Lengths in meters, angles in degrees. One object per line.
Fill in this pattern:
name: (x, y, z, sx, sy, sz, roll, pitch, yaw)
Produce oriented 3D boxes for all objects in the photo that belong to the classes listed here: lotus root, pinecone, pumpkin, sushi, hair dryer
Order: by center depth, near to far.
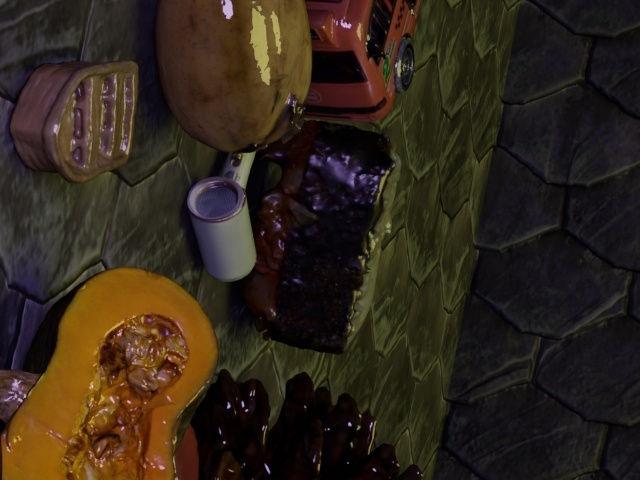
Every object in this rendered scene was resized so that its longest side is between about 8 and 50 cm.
pumpkin: (-0.235, 0.174, 1.770, 0.139, 0.222, 0.317, 126, -15, -60)
lotus root: (-0.099, -0.252, 2.045, 0.183, 0.183, 0.310, -54, 146, -58)
pinecone: (-0.033, 0.349, 2.171, 0.398, 0.398, 0.397, 8, 90, -74)
hair dryer: (-0.109, -0.076, 2.312, 0.131, 0.073, 0.236, 80, 15, -51)
sushi: (0.000, 0.000, 2.457, 0.196, 0.182, 0.343, -47, 154, -66)

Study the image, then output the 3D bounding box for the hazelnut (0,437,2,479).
hazelnut: (-0.333, 0.175, 1.385, 0.229, 0.229, 0.229, 8, 90, -74)

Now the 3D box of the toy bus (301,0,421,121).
toy bus: (0.031, -0.380, 2.372, 0.233, 0.203, 0.427, 56, 44, -61)

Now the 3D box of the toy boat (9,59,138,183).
toy boat: (-0.245, -0.119, 1.800, 0.188, 0.061, 0.116, -31, 129, -70)

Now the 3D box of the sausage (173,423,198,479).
sausage: (-0.211, 0.302, 1.975, 0.152, 0.152, 0.279, -13, 111, -73)
